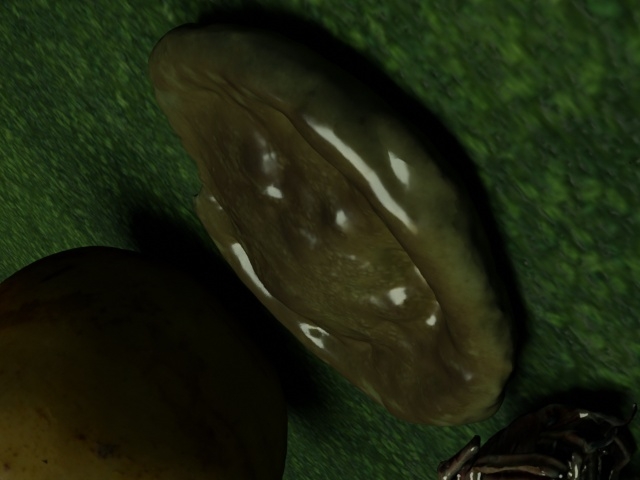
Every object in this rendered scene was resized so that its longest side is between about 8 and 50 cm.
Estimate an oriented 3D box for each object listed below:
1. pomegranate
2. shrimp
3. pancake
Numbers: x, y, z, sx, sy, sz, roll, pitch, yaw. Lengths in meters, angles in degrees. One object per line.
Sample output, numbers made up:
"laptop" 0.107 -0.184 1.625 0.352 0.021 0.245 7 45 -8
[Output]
"pomegranate" -0.148 0.142 0.707 0.264 0.264 0.264 38 157 20
"shrimp" 0.099 0.113 0.458 0.190 0.074 0.073 113 144 -56
"pancake" -0.001 0.001 0.477 0.222 0.042 0.236 44 158 12
